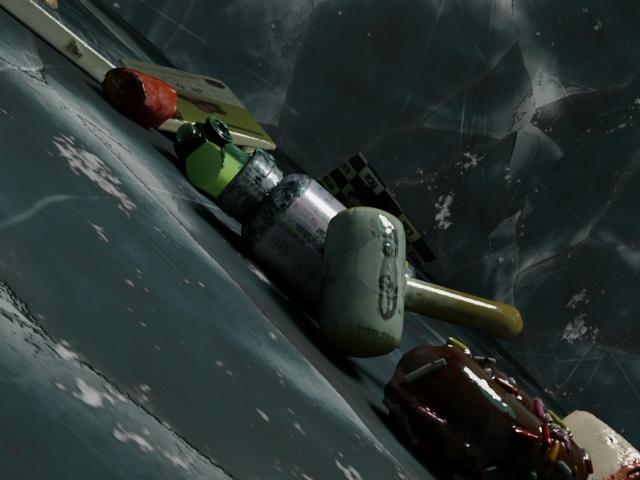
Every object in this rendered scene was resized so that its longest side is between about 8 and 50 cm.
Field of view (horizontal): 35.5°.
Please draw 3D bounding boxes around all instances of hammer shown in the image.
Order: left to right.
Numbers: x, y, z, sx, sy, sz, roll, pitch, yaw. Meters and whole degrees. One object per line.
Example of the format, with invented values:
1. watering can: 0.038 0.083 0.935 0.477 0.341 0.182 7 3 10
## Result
1. hammer: 0.143 0.077 1.341 0.305 0.202 0.113 15 -22 -22

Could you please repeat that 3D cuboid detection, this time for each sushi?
1. sushi: 0.061 -0.019 1.526 0.192 0.050 0.215 55 -21 -3

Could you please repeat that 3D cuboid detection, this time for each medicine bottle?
1. medicine bottle: -0.012 0.003 1.438 0.293 0.141 0.141 40 6 -5

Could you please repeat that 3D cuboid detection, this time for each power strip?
1. power strip: -0.455 -0.362 1.670 0.367 0.043 0.106 38 6 -35

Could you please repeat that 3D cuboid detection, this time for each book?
1. book: -0.247 -0.270 1.940 0.239 0.035 0.352 9 23 -29

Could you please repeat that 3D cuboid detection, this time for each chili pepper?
1. chili pepper: -0.285 -0.235 1.680 0.086 0.084 0.192 61 16 16

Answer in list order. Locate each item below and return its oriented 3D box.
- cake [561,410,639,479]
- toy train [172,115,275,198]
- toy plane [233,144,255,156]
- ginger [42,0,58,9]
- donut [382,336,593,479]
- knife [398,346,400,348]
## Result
1. cake: 0.428 0.377 1.522 0.262 0.159 0.158 38 4 -45
2. toy train: -0.139 -0.101 1.650 0.253 0.105 0.157 35 23 -52
3. toy plane: -0.194 -0.206 2.041 0.229 0.092 0.244 29 0 37
4. ginger: -0.622 -0.559 1.879 0.334 0.081 0.148 39 22 -19
5. donut: 0.230 0.252 1.275 0.259 0.136 0.345 42 6 26
6. knife: 0.044 0.117 1.558 0.222 0.021 0.045 33 16 -34
